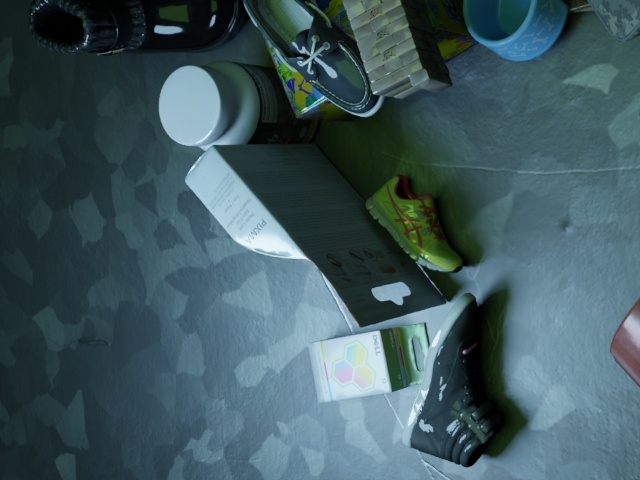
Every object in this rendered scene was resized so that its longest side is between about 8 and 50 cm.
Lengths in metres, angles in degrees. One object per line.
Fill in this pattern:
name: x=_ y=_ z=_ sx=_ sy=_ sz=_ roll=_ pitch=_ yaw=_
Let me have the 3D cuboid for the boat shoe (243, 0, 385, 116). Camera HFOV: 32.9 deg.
boat shoe: x=-0.019 y=-0.307 z=1.690 sx=0.302 sy=0.091 sz=0.114 roll=47 pitch=117 yaw=23

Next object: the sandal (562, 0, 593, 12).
sandal: x=0.427 y=-0.373 z=1.639 sx=0.180 sy=0.049 sz=0.072 roll=6 pitch=91 yaw=47

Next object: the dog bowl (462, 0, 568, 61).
dog bowl: x=0.307 y=-0.430 z=1.673 sx=0.166 sy=0.074 sz=0.297 roll=20 pitch=103 yaw=43

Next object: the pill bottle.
pill bottle: x=-0.138 y=-0.225 z=1.870 sx=0.162 sy=0.278 sz=0.162 roll=3 pitch=95 yaw=33

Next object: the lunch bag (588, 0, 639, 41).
lunch bag: x=0.477 y=-0.453 z=1.488 sx=0.305 sy=0.256 sz=0.212 roll=62 pitch=163 yaw=16

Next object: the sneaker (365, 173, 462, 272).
sneaker: x=0.167 y=-0.030 z=1.805 sx=0.208 sy=0.081 sz=0.094 roll=45 pitch=113 yaw=22

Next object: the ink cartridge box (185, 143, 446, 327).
ink cartridge box: x=0.000 y=0.000 z=1.780 sx=0.091 sy=0.308 sz=0.385 roll=-48 pitch=70 yaw=26

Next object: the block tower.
block tower: x=0.089 y=-0.371 z=1.617 sx=0.097 sy=0.091 sz=0.335 roll=-24 pitch=79 yaw=30

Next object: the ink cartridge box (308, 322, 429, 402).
ink cartridge box: x=0.086 y=0.213 z=1.883 sx=0.209 sy=0.062 sz=0.109 roll=-13 pitch=85 yaw=32

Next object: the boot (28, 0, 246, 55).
boot: x=-0.337 y=-0.410 z=1.995 sx=0.348 sy=0.260 sz=0.131 roll=-7 pitch=89 yaw=33

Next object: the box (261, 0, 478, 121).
box: x=0.062 y=-0.387 z=1.791 sx=0.290 sy=0.177 sz=0.279 roll=-28 pitch=78 yaw=31

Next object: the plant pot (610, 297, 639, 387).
plant pot: x=0.561 y=0.172 z=1.475 sx=0.265 sy=0.272 sz=0.272 roll=47 pitch=116 yaw=31

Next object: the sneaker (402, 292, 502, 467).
sneaker: x=0.243 y=0.236 z=1.767 sx=0.147 sy=0.104 sz=0.296 roll=25 pitch=111 yaw=26
